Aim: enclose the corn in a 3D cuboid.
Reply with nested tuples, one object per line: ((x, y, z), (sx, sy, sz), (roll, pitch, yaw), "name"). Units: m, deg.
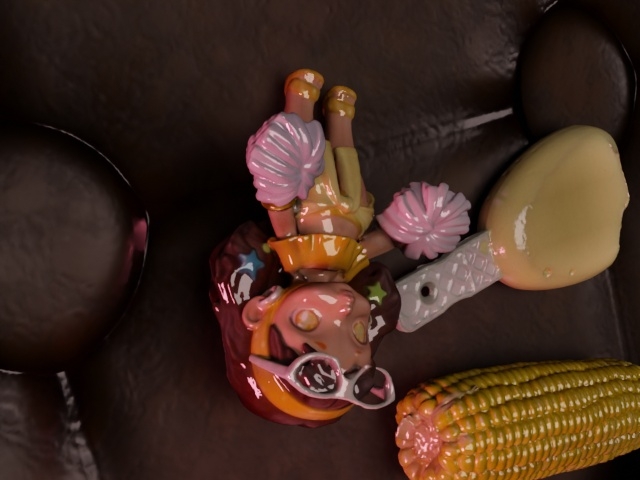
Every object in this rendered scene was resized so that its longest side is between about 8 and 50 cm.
((0.169, 0.141, 0.759), (0.244, 0.093, 0.093), (-4, 93, -34), "corn")

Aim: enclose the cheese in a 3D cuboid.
((0.153, 0.004, 0.773), (0.255, 0.050, 0.127), (-29, 107, -27), "cheese")

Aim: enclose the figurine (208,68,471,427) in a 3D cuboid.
((-0.001, 0.002, 0.634), (0.175, 0.116, 0.240), (17, 75, -34), "figurine")
